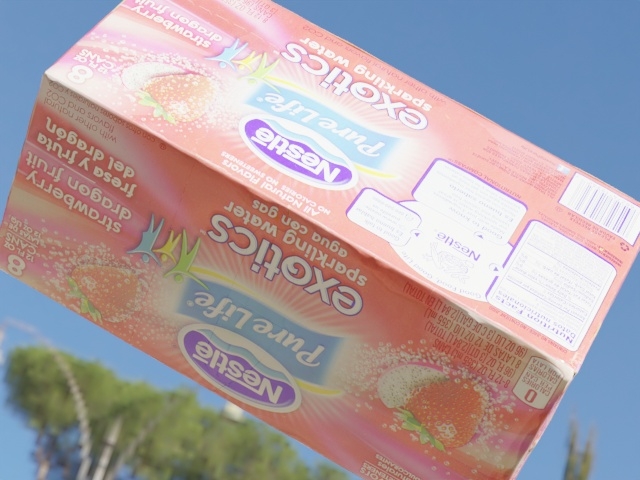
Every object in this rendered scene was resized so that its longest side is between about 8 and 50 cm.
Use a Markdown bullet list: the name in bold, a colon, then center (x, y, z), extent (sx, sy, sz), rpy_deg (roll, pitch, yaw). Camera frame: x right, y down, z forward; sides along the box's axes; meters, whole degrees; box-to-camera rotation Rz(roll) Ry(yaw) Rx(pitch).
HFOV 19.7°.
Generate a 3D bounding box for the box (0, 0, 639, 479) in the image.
- **box**: center (0.000, 0.000, 0.970), extent (0.300, 0.154, 0.142), rpy_deg (29, -50, 6)
